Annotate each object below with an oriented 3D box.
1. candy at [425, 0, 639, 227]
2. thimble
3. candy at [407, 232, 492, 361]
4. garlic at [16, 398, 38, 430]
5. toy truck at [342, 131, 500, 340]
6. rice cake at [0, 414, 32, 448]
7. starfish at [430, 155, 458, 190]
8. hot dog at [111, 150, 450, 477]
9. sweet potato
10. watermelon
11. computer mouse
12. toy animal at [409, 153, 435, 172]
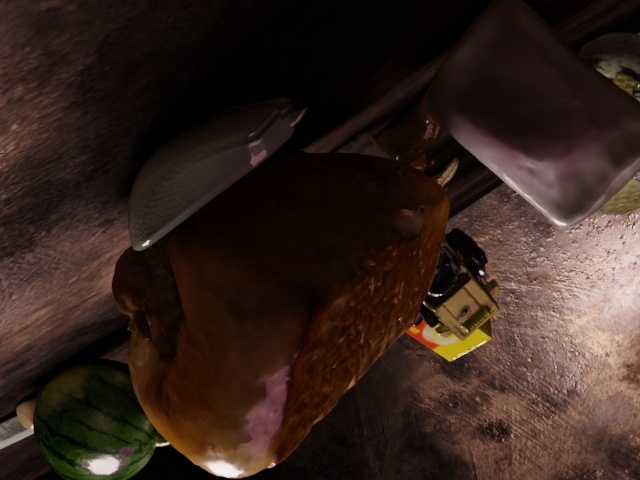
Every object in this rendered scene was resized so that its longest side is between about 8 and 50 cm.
[{"bbox_3d":[0.247,-0.127,1.047,0.145,0.208,0.358,-49,170,14],"label":"candy"},{"bbox_3d":[0.474,-0.181,1.535,0.270,0.271,0.150,-29,174,-26],"label":"thimble"},{"bbox_3d":[0.114,0.036,1.331,0.088,0.276,0.146,-37,-145,32],"label":"candy"},{"bbox_3d":[-0.444,0.271,1.497,0.041,0.053,0.083,-13,-178,-21],"label":"garlic"},{"bbox_3d":[0.109,0.007,1.161,0.136,0.286,0.111,-43,-150,4],"label":"toy truck"},{"bbox_3d":[-0.467,0.292,1.610,0.221,0.042,0.080,-26,170,-47],"label":"rice cake"},{"bbox_3d":[0.167,-0.080,1.837,0.277,0.062,0.236,-25,166,-19],"label":"starfish"},{"bbox_3d":[-0.045,0.036,0.900,0.405,0.223,0.185,-34,139,-57],"label":"hot dog"},{"bbox_3d":[0.117,-0.134,1.148,0.053,0.054,0.182,-39,177,-42],"label":"sweet potato"},{"bbox_3d":[-0.315,0.272,1.434,0.188,0.214,0.188,21,90,-82],"label":"watermelon"},{"bbox_3d":[-0.085,-0.059,0.715,0.181,0.056,0.089,-33,-165,29],"label":"computer mouse"},{"bbox_3d":[0.108,-0.099,1.352,0.081,0.061,0.083,13,-153,37],"label":"toy animal"}]
